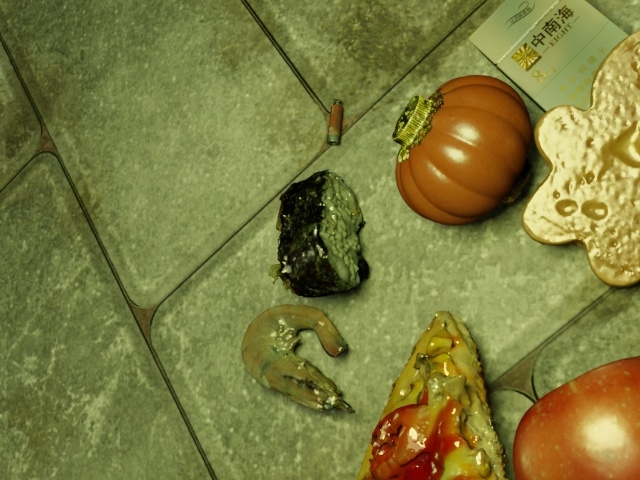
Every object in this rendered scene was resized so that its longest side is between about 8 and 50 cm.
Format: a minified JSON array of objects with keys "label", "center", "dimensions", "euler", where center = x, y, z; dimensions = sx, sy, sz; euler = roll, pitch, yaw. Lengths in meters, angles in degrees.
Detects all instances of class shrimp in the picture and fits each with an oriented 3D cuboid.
[{"label":"shrimp","center":[-0.018,0.178,1.463],"dimensions":[0.254,0.059,0.145],"euler":[17,74,39]}]

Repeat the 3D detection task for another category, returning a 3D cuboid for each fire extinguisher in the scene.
[{"label":"fire extinguisher","center":[0.024,-0.200,1.576],"dimensions":[0.028,0.022,0.083],"euler":[-20,60,59]}]

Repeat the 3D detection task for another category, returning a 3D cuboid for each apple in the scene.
[{"label":"apple","center":[0.347,0.259,1.085],"dimensions":[0.260,0.260,0.216],"euler":[-29,66,22]}]

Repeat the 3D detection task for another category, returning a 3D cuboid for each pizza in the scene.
[{"label":"pizza","center":[0.132,0.304,1.173],"dimensions":[0.406,0.130,0.440],"euler":[-178,106,-76]}]

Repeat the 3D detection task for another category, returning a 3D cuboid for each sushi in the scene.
[{"label":"sushi","center":[0.000,0.000,1.467],"dimensions":[0.115,0.147,0.212],"euler":[-29,44,28]}]

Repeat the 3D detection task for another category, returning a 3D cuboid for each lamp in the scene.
[{"label":"lamp","center":[0.201,-0.126,1.335],"dimensions":[0.223,0.196,0.223],"euler":[-57,13,21]}]

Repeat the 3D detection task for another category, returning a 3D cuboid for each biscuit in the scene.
[{"label":"biscuit","center":[0.423,-0.119,1.246],"dimensions":[0.275,0.052,0.355],"euler":[30,97,16]}]

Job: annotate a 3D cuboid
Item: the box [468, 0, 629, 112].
[{"label":"box","center":[0.349,-0.267,1.365],"dimensions":[0.155,0.067,0.243],"euler":[-46,58,10]}]
